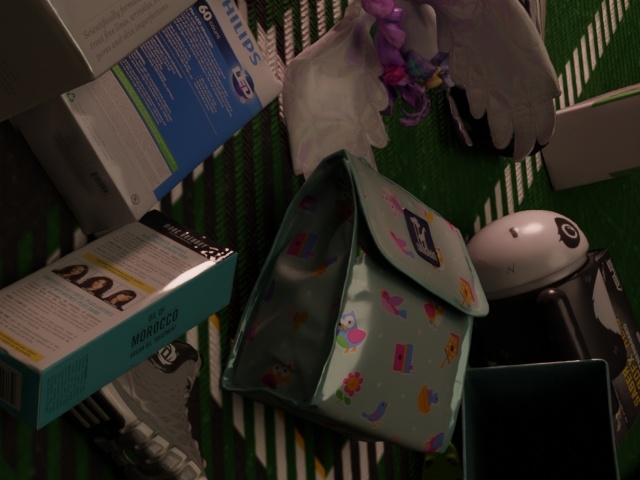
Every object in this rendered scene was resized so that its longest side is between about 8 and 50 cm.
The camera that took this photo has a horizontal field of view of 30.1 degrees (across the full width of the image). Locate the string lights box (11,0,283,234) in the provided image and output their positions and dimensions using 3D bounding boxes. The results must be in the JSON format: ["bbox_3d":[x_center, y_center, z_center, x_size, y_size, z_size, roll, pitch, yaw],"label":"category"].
[{"bbox_3d":[-0.153,-0.132,1.121,0.260,0.076,0.133,-48,116,-45],"label":"string lights box"}]

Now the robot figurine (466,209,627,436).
[{"bbox_3d":[0.282,0.098,1.488,0.173,0.209,0.278,-28,102,-36],"label":"robot figurine"}]

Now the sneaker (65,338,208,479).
[{"bbox_3d":[-0.124,0.166,1.065,0.229,0.086,0.132,57,41,-20],"label":"sneaker"}]

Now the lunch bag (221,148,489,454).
[{"bbox_3d":[0.051,0.064,1.214,0.223,0.160,0.262,30,72,-42],"label":"lunch bag"}]

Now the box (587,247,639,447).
[{"bbox_3d":[0.394,0.152,1.699,0.183,0.056,0.231,-37,107,-49],"label":"box"}]

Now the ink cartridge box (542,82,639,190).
[{"bbox_3d":[0.480,-0.174,1.779,0.278,0.201,0.117,-22,97,-51],"label":"ink cartridge box"}]

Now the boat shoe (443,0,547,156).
[{"bbox_3d":[0.219,-0.275,1.557,0.158,0.127,0.341,-12,89,-58],"label":"boat shoe"}]

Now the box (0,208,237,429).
[{"bbox_3d":[-0.184,0.058,1.003,0.244,0.100,0.060,-33,142,-49],"label":"box"}]

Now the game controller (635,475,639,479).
[{"bbox_3d":[0.532,0.400,1.783,0.319,0.067,0.166,-22,96,-50],"label":"game controller"}]

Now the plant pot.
[{"bbox_3d":[0.263,0.273,1.393,0.234,0.165,0.165,69,20,-52],"label":"plant pot"}]

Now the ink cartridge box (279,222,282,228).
[{"bbox_3d":[0.000,0.000,1.284,0.083,0.048,0.028,22,63,-46],"label":"ink cartridge box"}]

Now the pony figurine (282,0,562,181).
[{"bbox_3d":[0.093,-0.240,1.324,0.363,0.302,0.351,-36,108,-70],"label":"pony figurine"}]

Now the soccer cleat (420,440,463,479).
[{"bbox_3d":[0.157,0.316,1.380,0.072,0.060,0.179,-11,92,-64],"label":"soccer cleat"}]

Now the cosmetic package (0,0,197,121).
[{"bbox_3d":[-0.234,-0.201,0.961,0.151,0.183,0.151,59,43,-19],"label":"cosmetic package"}]
